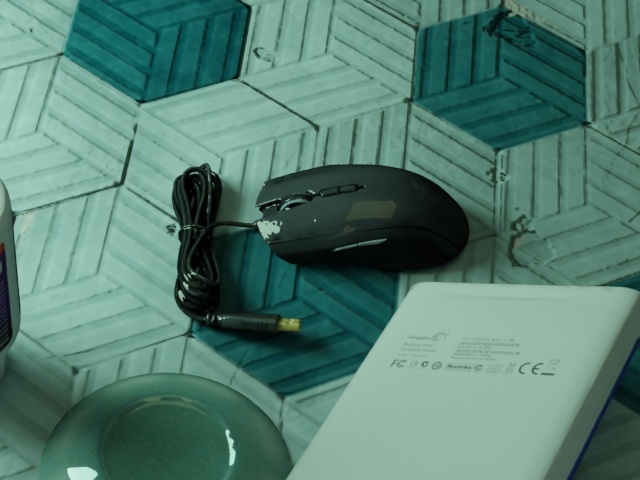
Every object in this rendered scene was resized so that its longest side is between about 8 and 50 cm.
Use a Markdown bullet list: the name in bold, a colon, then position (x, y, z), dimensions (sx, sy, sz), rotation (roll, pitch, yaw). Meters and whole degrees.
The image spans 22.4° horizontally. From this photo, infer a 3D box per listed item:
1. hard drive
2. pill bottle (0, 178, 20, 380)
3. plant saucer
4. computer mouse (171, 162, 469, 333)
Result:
- **hard drive**: position (0.092, 0.151, 1.199), dimensions (0.210, 0.040, 0.318), rotation (1, 40, 37)
- **pill bottle**: position (-0.280, 0.036, 1.212), dimensions (0.108, 0.193, 0.108), rotation (3, 48, -4)
- **plant saucer**: position (-0.116, 0.169, 1.223), dimensions (0.195, 0.037, 0.195), rotation (4, 50, -4)
- **computer mouse**: position (0.000, 0.000, 1.367), dimensions (0.262, 0.060, 0.184), rotation (5, 48, -2)
